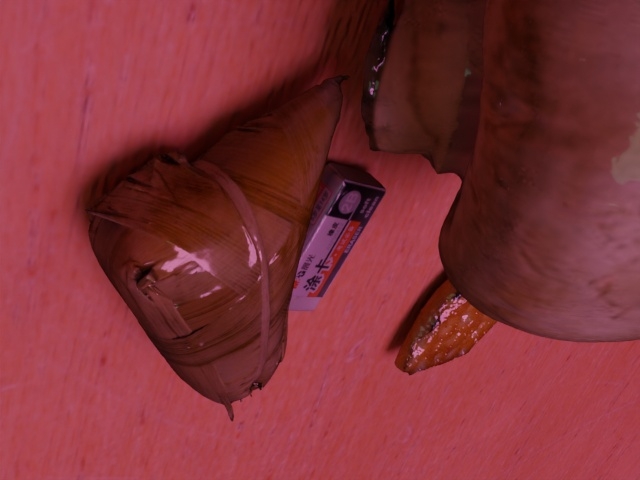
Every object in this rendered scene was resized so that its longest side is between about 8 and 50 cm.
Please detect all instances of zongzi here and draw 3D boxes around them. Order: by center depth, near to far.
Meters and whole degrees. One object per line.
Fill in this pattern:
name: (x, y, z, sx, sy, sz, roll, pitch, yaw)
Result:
zongzi: (-0.040, 0.002, 0.561, 0.197, 0.099, 0.194, -38, 142, -19)

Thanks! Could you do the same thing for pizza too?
pizza: (0.139, 0.071, 0.825, 0.160, 0.036, 0.099, -50, 141, 9)

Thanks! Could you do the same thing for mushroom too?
mushroom: (0.168, -0.107, 0.502, 0.352, 0.260, 0.352, 13, 90, -75)

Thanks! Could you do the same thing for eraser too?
eraser: (0.000, 0.000, 0.640, 0.052, 0.029, 0.122, 9, 119, -46)
